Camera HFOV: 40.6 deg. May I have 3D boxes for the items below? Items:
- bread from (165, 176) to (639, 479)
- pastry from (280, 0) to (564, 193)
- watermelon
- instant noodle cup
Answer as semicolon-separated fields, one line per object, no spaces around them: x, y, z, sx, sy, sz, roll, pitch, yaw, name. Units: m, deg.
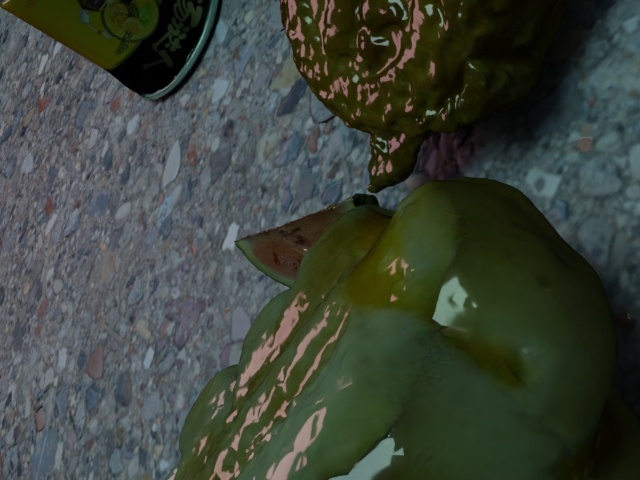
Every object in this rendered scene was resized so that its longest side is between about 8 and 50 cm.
0.050;0.131;0.521;0.341;0.210;0.300;-56;16;8;bread
0.081;-0.189;0.657;0.235;0.132;0.240;62;147;10;pastry
0.009;-0.005;0.748;0.163;0.087;0.069;-16;32;48;watermelon
-0.278;-0.321;1.111;0.215;0.236;0.215;-26;53;41;instant noodle cup
